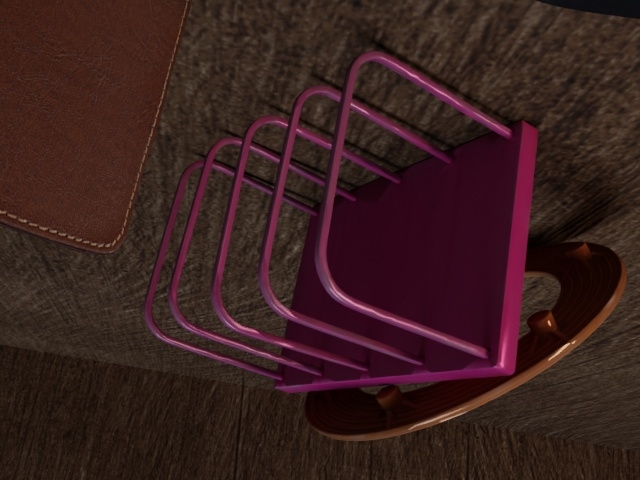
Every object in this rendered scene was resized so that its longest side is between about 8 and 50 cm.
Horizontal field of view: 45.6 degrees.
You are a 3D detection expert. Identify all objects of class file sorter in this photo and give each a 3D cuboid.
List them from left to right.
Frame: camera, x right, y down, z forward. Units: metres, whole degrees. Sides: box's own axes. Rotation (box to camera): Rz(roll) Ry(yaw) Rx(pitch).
[{"bbox_3d":[0.000,0.000,0.638,0.182,0.202,0.291,24,155,-29],"label":"file sorter"}]

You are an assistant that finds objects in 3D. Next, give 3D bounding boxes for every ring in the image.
[{"bbox_3d":[0.128,0.081,0.745,0.337,0.337,0.032,-18,105,51],"label":"ring"}]

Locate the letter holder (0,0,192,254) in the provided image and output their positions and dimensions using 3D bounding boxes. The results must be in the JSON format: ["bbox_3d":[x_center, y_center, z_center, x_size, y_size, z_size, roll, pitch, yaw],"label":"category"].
[{"bbox_3d":[-0.216,-0.127,0.349,0.152,0.214,0.302,-1,158,25],"label":"letter holder"}]

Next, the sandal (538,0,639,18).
[{"bbox_3d":[0.211,-0.113,0.349,0.255,0.054,0.097,6,159,5],"label":"sandal"}]
